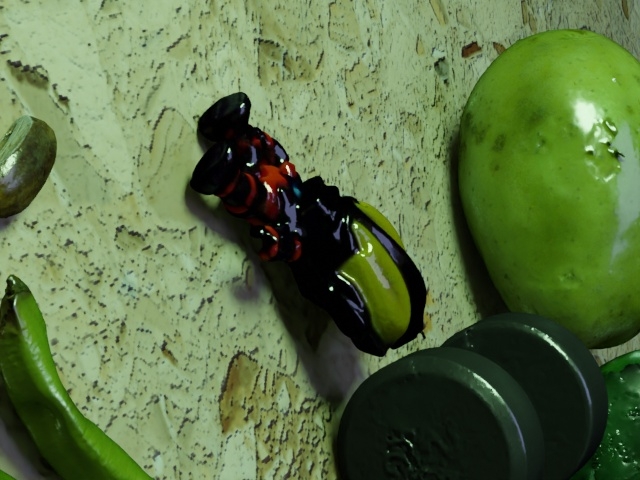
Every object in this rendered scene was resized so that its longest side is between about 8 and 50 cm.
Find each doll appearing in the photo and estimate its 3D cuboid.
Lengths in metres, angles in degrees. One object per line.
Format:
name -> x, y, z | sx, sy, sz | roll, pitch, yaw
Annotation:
doll -> 0.002, 0.000, 1.216 | 0.248, 0.088, 0.127 | 48, 54, -28

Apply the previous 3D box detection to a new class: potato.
potato -> 0.234, -0.048, 1.553 | 0.216, 0.216, 0.304 | 1, 84, -62

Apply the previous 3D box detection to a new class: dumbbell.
dumbbell -> 0.123, 0.147, 1.291 | 0.218, 0.152, 0.152 | -16, 90, -63

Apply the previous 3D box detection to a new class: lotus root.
lotus root -> -0.175, -0.042, 0.968 | 0.037, 0.030, 0.083 | 62, 30, -25

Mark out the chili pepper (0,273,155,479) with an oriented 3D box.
chili pepper -> -0.136, 0.108, 0.940 | 0.201, 0.050, 0.052 | 59, -8, -34

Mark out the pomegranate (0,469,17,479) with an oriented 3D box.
pomegranate -> -0.194, 0.192, 0.662 | 0.211, 0.211, 0.263 | -71, 177, -49

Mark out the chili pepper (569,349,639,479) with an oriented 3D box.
chili pepper -> 0.341, 0.234, 1.576 | 0.248, 0.233, 0.256 | 16, 68, -54
